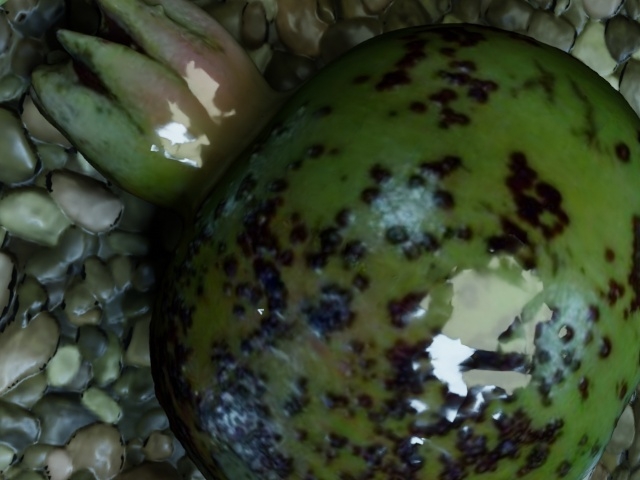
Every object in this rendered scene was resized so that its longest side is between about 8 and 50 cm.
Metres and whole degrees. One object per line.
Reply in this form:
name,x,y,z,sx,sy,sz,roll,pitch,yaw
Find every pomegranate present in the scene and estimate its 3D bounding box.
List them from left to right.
pomegranate,0.000,0.000,0.624,0.341,0.285,0.285,36,72,1

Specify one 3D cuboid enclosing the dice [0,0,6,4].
dice,-0.184,-0.217,0.440,0.252,0.250,0.254,-52,121,-19
